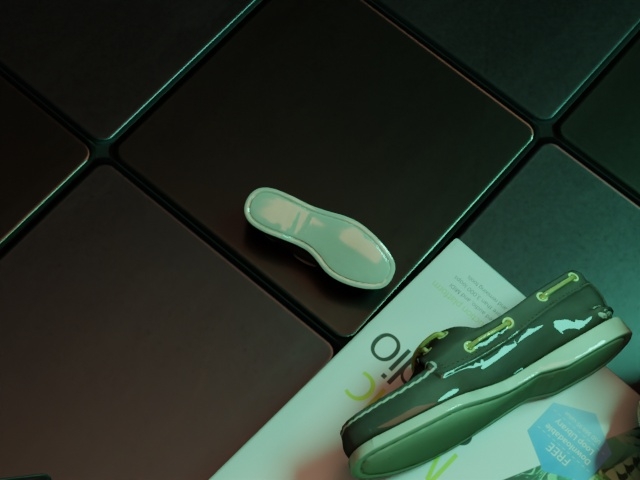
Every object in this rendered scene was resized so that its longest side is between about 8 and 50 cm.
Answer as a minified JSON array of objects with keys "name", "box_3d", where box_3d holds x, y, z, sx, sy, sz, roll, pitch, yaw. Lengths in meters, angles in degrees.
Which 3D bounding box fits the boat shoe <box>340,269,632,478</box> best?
[{"name":"boat shoe","box_3d":[0.105,0.091,1.112,0.228,0.081,0.068,-23,66,-22]}]

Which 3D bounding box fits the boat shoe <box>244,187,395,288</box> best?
[{"name":"boat shoe","box_3d":[0.000,0.000,1.226,0.125,0.038,0.046,24,86,8]}]

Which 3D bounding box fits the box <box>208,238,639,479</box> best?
[{"name":"box","box_3d":[0.073,0.181,1.138,0.232,0.058,0.322,41,70,14]}]

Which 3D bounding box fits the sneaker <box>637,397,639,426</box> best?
[{"name":"sneaker","box_3d":[0.279,0.163,1.083,0.128,0.126,0.321,3,87,-21]}]

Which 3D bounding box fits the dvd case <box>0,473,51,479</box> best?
[{"name":"dvd case","box_3d":[-0.302,0.260,1.098,0.253,0.022,0.180,-6,66,-6]}]
